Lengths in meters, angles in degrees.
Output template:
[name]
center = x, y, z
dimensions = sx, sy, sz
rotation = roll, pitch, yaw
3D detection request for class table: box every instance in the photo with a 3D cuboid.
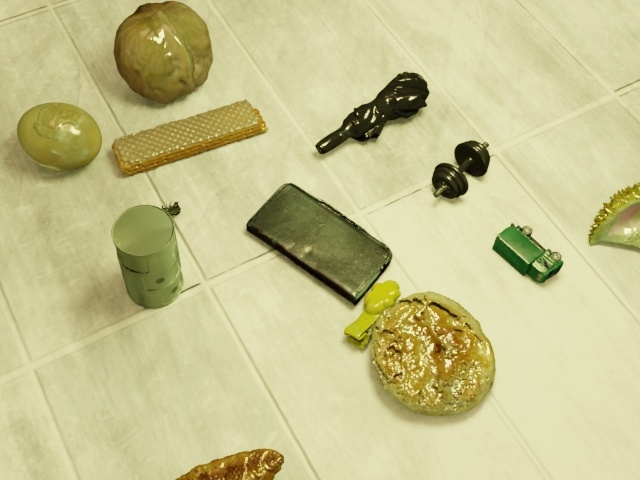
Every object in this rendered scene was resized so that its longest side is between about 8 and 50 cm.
[table]
center = -0.357, 0.037, 1.618
dimensions = 0.126, 0.220, 0.126
rotation = 2, 57, -3

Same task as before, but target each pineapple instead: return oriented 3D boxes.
[pineapple]
center = -0.370, -0.051, 1.775
dimensions = 0.124, 0.058, 0.058
rotation = -24, 62, -24

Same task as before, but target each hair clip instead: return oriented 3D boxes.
[hair clip]
center = 0.113, 0.150, 1.670
dimensions = 0.072, 0.046, 0.173
rotation = 20, 59, 36

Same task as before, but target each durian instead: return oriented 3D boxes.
[durian]
center = 0.781, -0.051, 1.776
dimensions = 0.306, 0.172, 0.167
rotation = 11, 82, -5

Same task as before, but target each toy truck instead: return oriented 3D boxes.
[toy truck]
center = 0.472, 0.029, 1.754
dimensions = 0.079, 0.065, 0.147
rotation = -38, 67, -20

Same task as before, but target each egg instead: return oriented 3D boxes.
[egg]
center = -0.612, -0.247, 1.818
dimensions = 0.201, 0.164, 0.164
rotation = 14, 58, 11

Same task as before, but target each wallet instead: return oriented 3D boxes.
[wallet]
center = 0.000, 0.000, 1.762
dimensions = 0.318, 0.045, 0.172
rotation = 33, 65, 16

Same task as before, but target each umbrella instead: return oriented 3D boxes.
[umbrella]
center = 0.129, -0.312, 1.929
dimensions = 0.340, 0.118, 0.118
rotation = -32, 65, -19

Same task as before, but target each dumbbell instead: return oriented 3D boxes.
[dumbbell]
center = 0.337, -0.170, 1.852
dimensions = 0.099, 0.099, 0.208
rotation = 38, 65, 19

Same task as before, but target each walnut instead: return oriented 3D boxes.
[walnut]
center = -0.392, -0.476, 1.935
dimensions = 0.248, 0.248, 0.249
rotation = 1, 58, -2

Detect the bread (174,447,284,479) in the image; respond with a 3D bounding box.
[bread]
center = -0.173, 0.458, 1.450
dimensions = 0.232, 0.076, 0.105
rotation = -19, 49, -6

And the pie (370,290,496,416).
[pie]
center = 0.235, 0.232, 1.606
dimensions = 0.274, 0.055, 0.274
rotation = 4, 64, -8

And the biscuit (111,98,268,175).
[biscuit]
center = -0.316, -0.254, 1.898
dimensions = 0.378, 0.054, 0.094
rotation = -19, 61, -14
